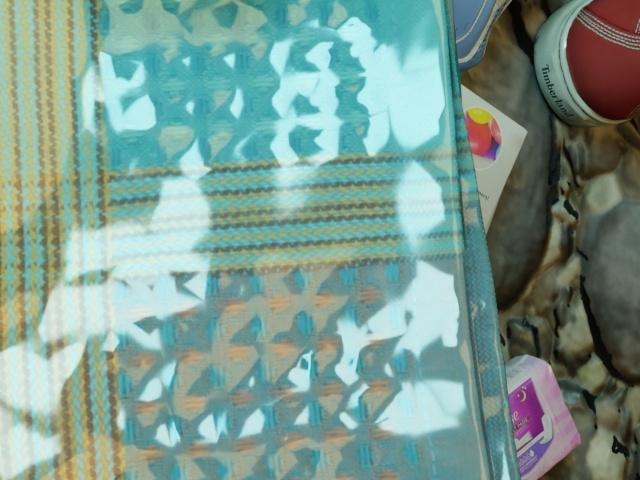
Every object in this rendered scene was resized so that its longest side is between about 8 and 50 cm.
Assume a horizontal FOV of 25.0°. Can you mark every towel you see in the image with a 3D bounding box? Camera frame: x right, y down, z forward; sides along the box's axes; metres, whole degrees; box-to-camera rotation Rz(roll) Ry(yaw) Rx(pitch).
[{"bbox_3d":[-0.117,0.041,0.455,0.370,0.040,0.272,-5,80,-12],"label":"towel"}]

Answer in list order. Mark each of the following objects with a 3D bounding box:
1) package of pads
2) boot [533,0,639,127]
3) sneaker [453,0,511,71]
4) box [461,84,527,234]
[{"bbox_3d":[0.079,0.095,0.674,0.083,0.032,0.050,-33,107,-29],"label":"package of pads"},{"bbox_3d":[0.239,-0.142,0.701,0.244,0.176,0.088,-41,108,-28],"label":"boot"},{"bbox_3d":[0.083,-0.170,0.671,0.211,0.080,0.081,-55,137,-21],"label":"sneaker"},{"bbox_3d":[0.000,0.000,0.624,0.145,0.038,0.186,30,74,-28],"label":"box"}]
